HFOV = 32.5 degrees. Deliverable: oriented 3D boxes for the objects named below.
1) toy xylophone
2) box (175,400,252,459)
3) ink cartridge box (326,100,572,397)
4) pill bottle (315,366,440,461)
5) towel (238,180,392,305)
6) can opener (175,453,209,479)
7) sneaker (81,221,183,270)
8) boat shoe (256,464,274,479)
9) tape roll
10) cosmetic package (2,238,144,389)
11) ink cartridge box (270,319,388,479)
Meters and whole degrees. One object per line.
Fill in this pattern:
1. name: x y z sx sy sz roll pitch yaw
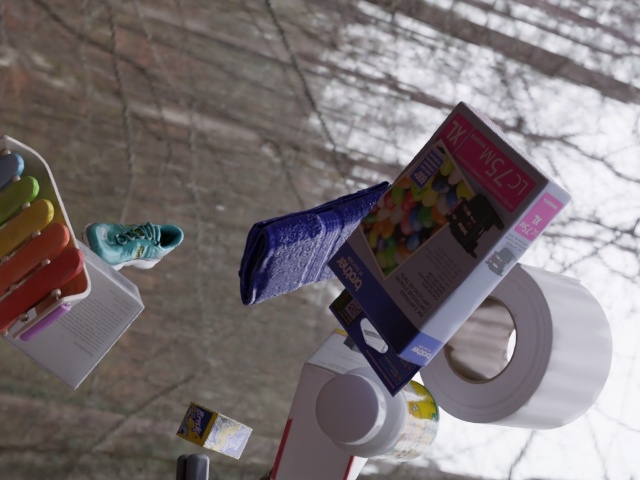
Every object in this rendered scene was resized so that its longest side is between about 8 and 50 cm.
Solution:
1. toy xylophone: -0.471 0.015 1.689 0.236 0.081 0.323 -42 -116 19
2. box: -0.169 0.308 1.769 0.059 0.054 0.169 -65 159 -10
3. ink cartridge box: 0.127 0.009 1.280 0.311 0.065 0.186 -52 -137 14
4. pill bottle: 0.074 0.229 1.446 0.117 0.208 0.118 -6 -105 23
5. towel: 0.000 0.000 2.003 0.076 0.308 0.228 61 -29 24
6. can opener: -0.273 0.551 2.099 0.076 0.095 0.284 -16 -113 50
7. sneaker: -0.383 -0.004 2.227 0.110 0.275 0.107 -26 -99 24
8. boat shoe: -0.075 0.458 2.056 0.257 0.095 0.095 -41 162 -50
9. tape roll: 0.285 0.156 1.631 0.246 0.169 0.246 -13 -109 43
10. cosmetic package: -0.414 0.118 1.829 0.184 0.151 0.151 -50 -162 -2
11. ink cartridge box: 0.042 0.276 1.860 0.306 0.131 0.226 -40 147 -71
